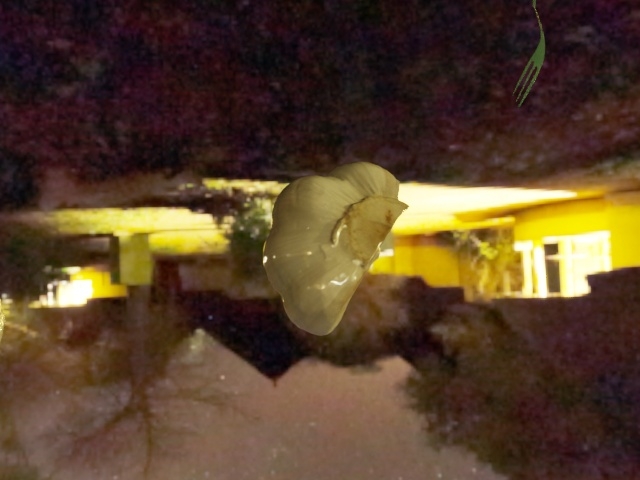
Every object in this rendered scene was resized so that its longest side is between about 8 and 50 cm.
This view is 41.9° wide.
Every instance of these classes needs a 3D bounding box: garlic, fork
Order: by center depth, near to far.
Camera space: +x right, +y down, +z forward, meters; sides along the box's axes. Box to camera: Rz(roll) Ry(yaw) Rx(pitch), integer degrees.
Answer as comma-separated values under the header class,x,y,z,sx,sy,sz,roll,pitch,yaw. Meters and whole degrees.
class,x,y,z,sx,sy,sz,roll,pitch,yaw
fork,0.209,-0.237,0.787,0.021,0.235,0.039,-3,-145,-4
garlic,0.000,0.000,1.027,0.142,0.230,0.178,25,150,-12

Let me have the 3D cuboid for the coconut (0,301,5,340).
class,x,y,z,sx,sy,sz,roll,pitch,yaw
coconut,-0.518,0.124,0.896,0.346,0.346,0.360,-6,132,50
